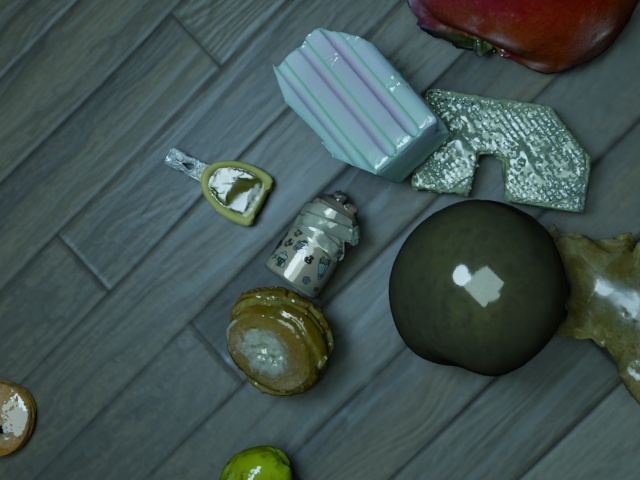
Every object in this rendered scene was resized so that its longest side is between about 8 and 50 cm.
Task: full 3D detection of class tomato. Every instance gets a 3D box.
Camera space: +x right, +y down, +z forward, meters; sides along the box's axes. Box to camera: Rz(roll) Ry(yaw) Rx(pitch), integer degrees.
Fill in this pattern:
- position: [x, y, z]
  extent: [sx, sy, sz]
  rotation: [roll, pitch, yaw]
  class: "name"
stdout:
- position: [0.272, -0.395, 1.608]
  extent: [0.335, 0.176, 0.290]
  rotation: [24, 89, 13]
  class: "tomato"

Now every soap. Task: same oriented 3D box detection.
- position: [0.053, -0.191, 1.659]
  extent: [0.145, 0.091, 0.230]
  rotation: [-42, 67, 11]
  class: "soap"

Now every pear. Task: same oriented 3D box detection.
- position: [-0.094, 0.348, 1.668]
  extent: [0.107, 0.107, 0.131]
  rotation: [41, 106, 11]
  class: "pear"

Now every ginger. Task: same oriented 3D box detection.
- position: [0.406, 0.067, 1.575]
  extent: [0.219, 0.123, 0.270]
  rotation: [-43, 78, 9]
  class: "ginger"

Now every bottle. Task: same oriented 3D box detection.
- position: [-0.001, -0.001, 1.679]
  extent: [0.099, 0.099, 0.152]
  rotation: [35, 90, 11]
  class: "bottle"

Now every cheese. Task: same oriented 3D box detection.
- position: [-0.154, -0.090, 1.743]
  extent: [0.162, 0.036, 0.086]
  rotation: [28, 91, 11]
  class: "cheese"

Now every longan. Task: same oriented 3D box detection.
- position: [0.202, 0.069, 1.570]
  extent: [0.248, 0.248, 0.248]
  rotation: [-1, 86, 11]
  class: "longan"

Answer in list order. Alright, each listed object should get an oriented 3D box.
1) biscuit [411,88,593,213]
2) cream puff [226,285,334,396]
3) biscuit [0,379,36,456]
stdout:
- position: [0.254, -0.122, 1.657]
  extent: [0.250, 0.046, 0.147]
  rotation: [11, 88, 12]
  class: "biscuit"
- position: [-0.054, 0.136, 1.665]
  extent: [0.150, 0.115, 0.165]
  rotation: [-15, 104, 27]
  class: "cream puff"
- position: [-0.575, 0.315, 1.800]
  extent: [0.324, 0.049, 0.205]
  rotation: [-25, 81, 7]
  class: "biscuit"
